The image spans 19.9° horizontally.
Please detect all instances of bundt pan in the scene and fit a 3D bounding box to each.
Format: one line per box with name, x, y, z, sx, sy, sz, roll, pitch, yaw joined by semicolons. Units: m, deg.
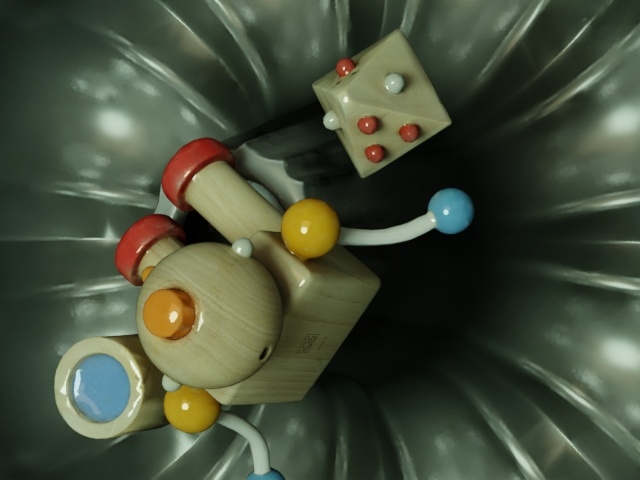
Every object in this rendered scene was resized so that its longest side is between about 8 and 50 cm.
bundt pan;0.000;0.000;0.559;0.331;0.124;0.331;0;90;24

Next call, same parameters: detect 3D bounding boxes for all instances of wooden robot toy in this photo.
wooden robot toy;-0.033;0.020;0.464;0.076;0.079;0.173;37;104;19

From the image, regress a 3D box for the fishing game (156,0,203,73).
fishing game;-0.122;-0.185;0.677;0.264;0.041;0.189;35;104;22
